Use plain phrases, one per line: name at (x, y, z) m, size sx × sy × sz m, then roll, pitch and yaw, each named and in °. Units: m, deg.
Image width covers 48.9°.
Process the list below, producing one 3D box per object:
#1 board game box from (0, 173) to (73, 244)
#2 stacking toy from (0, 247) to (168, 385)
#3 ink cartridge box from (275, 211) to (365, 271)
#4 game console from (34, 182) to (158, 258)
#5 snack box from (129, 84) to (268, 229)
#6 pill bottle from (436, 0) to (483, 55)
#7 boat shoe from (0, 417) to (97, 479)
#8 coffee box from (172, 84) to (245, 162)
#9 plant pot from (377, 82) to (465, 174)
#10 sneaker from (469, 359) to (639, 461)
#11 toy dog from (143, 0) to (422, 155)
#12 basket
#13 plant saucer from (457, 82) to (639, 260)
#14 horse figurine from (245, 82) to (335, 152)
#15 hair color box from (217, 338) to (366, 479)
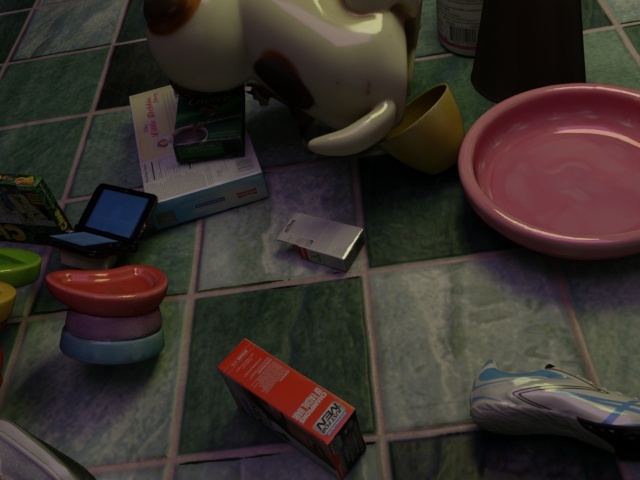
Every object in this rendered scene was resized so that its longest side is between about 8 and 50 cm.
board game box at (-0.527, -0.052, 1.116) m, size 0.259 × 0.136 × 0.030 m, roll 4°, pitch 51°, yaw 17°
stacking toy at (-0.368, 0.102, 0.930) m, size 0.308 × 0.131 × 0.279 m, roll -1°, pitch 13°, yaw -26°
ink cartridge box at (0.000, 0.000, 1.017) m, size 0.115 × 0.029 × 0.063 m, roll 15°, pitch 53°, yaw 27°
game console at (-0.335, -0.033, 1.049) m, size 0.144 × 0.085 × 0.124 m, roll 12°, pitch 13°, yaw 34°
snack box at (-0.216, -0.167, 1.202) m, size 0.187 × 0.060 × 0.322 m, roll -17°, pitch 46°, yaw -5°
pill bottle at (0.279, -0.484, 1.230) m, size 0.160 × 0.283 × 0.160 m, roll -6°, pitch 46°, yaw 7°
boat shoe at (-0.380, 0.261, 0.807) m, size 0.320 × 0.118 × 0.103 m, roll 11°, pitch 59°, yaw 28°
coffee box at (-0.181, -0.205, 1.159) m, size 0.113 × 0.040 × 0.184 m, roll -6°, pitch 45°, yaw 2°
plant pot at (0.165, -0.157, 1.064) m, size 0.134 × 0.095 × 0.134 m, roll -39°, pitch 16°, yaw 13°
sneaker at (0.280, 0.175, 0.748) m, size 0.237 × 0.085 × 0.086 m, roll 7°, pitch 54°, yaw 18°
toy dog at (-0.058, -0.305, 1.074) m, size 0.407 × 0.284 × 0.396 m, roll 10°, pitch 75°, yaw 8°
basket at (0.337, -0.348, 1.128) m, size 0.204 × 0.227 × 0.154 m, roll 29°, pitch 59°, yaw 33°
plant saucer at (0.361, -0.091, 0.980) m, size 0.331 × 0.084 × 0.332 m, roll -7°, pitch 46°, yaw 8°
horse figurine at (0.024, -0.255, 1.227) m, size 0.263 × 0.066 × 0.174 m, roll -27°, pitch 52°, yaw -11°
hair color box at (-0.033, 0.190, 0.801) m, size 0.167 × 0.093 × 0.053 m, roll 25°, pitch 58°, yaw 32°
